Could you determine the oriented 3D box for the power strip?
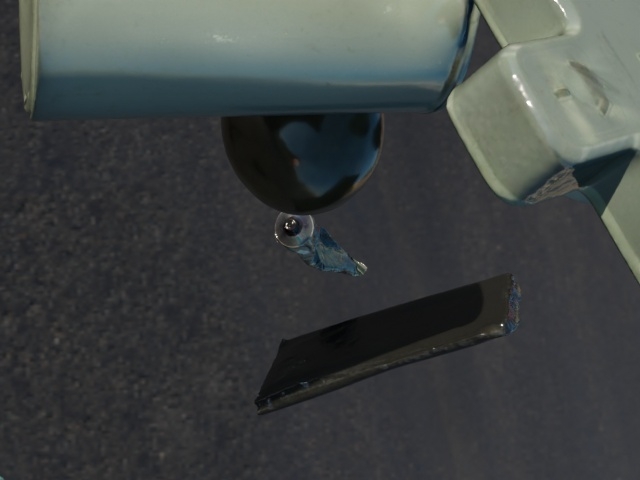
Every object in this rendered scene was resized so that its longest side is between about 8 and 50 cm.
[{"bbox_3d":[0.152,-0.072,0.611,0.194,0.059,0.265,-16,73,-41],"label":"power strip"}]

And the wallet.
[{"bbox_3d":[0.071,0.104,1.203,0.146,0.285,0.030,-61,130,-68],"label":"wallet"}]

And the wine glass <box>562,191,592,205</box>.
[{"bbox_3d":[0.324,-0.098,1.369,0.111,0.204,0.111,-33,133,-43],"label":"wine glass"}]

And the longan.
[{"bbox_3d":[-0.016,-0.123,1.134,0.185,0.159,0.204,70,18,-55],"label":"longan"}]

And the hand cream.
[{"bbox_3d":[0.001,0.000,1.522,0.075,0.052,0.248,68,14,16],"label":"hand cream"}]

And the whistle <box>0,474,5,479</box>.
[{"bbox_3d":[-0.465,0.422,1.754,0.039,0.186,0.039,-16,121,-30],"label":"whistle"}]

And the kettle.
[{"bbox_3d":[-0.068,-0.186,0.882,0.265,0.318,0.205,135,-50,-68],"label":"kettle"}]
